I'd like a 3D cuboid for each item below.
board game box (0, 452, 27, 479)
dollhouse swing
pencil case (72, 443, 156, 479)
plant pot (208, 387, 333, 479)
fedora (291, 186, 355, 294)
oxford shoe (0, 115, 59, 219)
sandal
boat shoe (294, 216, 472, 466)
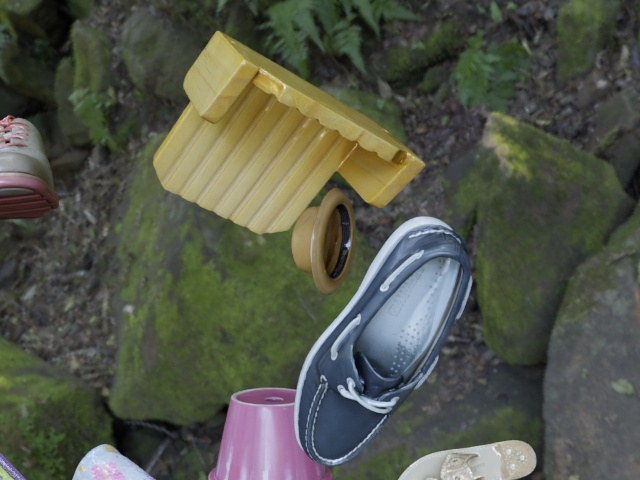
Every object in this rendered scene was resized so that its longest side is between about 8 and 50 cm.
[{"bbox_3d":[-0.639,0.381,1.346,0.347,0.056,0.208,34,37,25],"label":"board game box"},{"bbox_3d":[-0.086,-0.123,1.402,0.305,0.346,0.315,-57,27,13],"label":"dollhouse swing"},{"bbox_3d":[-0.343,0.497,1.581,0.273,0.113,0.124,24,48,21],"label":"pencil case"},{"bbox_3d":[-0.081,0.338,1.336,0.201,0.201,0.180,2,93,48],"label":"plant pot"},{"bbox_3d":[0.000,0.000,1.505,0.079,0.194,0.194,6,55,25],"label":"fedora"},{"bbox_3d":[-0.396,-0.093,1.031,0.348,0.123,0.130,179,87,-68],"label":"oxford shoe"},{"bbox_3d":[0.227,0.352,1.271,0.240,0.079,0.088,-13,68,-14],"label":"sandal"},{"bbox_3d":[0.058,0.119,0.862,0.091,0.114,0.303,-107,38,-70],"label":"boat shoe"}]
